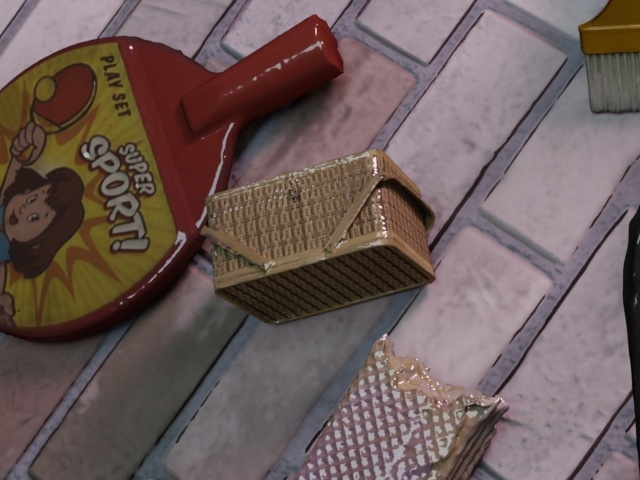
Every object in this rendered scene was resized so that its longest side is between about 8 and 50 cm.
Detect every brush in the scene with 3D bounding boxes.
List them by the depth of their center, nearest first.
[{"bbox_3d":[0.229,-0.217,1.132,0.103,0.272,0.013,1,28,24],"label":"brush"}]

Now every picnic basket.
[{"bbox_3d":[0.000,0.000,1.209,0.164,0.115,0.079,-16,68,19],"label":"picnic basket"}]

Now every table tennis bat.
[{"bbox_3d":[-0.165,-0.070,1.350,0.415,0.051,0.268,-28,63,17],"label":"table tennis bat"}]

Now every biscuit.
[{"bbox_3d":[0.035,0.195,1.158,0.108,0.062,0.239,30,87,28],"label":"biscuit"}]

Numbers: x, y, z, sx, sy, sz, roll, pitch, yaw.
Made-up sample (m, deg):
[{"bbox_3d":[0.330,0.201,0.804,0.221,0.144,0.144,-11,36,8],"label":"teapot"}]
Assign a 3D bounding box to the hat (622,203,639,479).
[{"bbox_3d":[0.338,0.107,0.915,0.366,0.257,0.381,-5,79,25],"label":"hat"}]
